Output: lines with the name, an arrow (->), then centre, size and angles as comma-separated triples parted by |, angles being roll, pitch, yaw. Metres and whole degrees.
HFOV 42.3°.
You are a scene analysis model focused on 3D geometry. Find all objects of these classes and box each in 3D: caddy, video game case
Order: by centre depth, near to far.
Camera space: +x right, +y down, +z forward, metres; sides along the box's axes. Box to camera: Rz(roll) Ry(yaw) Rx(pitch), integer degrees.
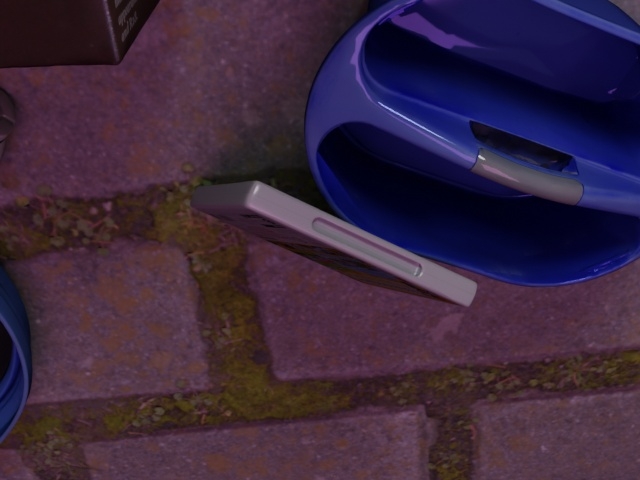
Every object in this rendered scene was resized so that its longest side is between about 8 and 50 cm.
caddy -> 0.153, -0.091, 0.686 | 0.341, 0.179, 0.241 | 16, 123, -13
video game case -> 0.000, 0.000, 0.739 | 0.206, 0.227, 0.026 | 25, 84, -19

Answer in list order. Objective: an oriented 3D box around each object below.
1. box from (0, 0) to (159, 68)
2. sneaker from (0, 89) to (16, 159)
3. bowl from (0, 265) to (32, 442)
box -> -0.303, -0.209, 0.554 | 0.381, 0.191, 0.143 | -1, 127, 8
sneaker -> -0.388, -0.120, 0.707 | 0.235, 0.090, 0.095 | 28, 130, -19
bowl -> -0.497, 0.101, 0.865 | 0.391, 0.077, 0.391 | -1, 127, -1
